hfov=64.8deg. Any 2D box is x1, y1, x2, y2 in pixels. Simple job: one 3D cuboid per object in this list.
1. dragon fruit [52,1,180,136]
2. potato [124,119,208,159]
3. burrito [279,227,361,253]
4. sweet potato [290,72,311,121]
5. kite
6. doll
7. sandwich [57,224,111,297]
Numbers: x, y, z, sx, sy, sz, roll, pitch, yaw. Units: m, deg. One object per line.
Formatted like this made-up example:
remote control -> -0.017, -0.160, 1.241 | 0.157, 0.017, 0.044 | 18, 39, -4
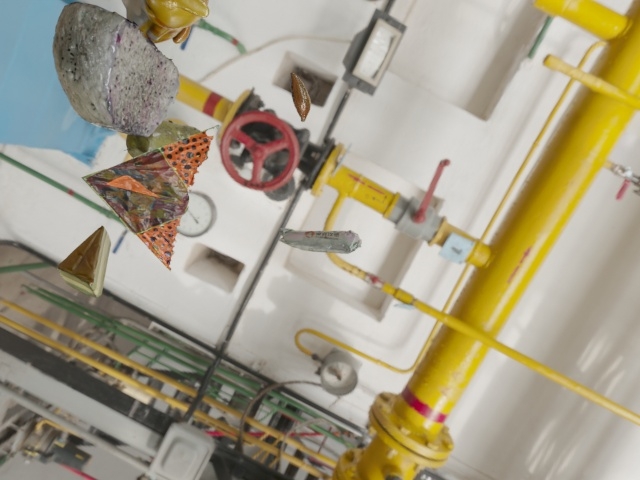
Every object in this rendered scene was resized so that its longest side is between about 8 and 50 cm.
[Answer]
dragon fruit -> -0.470, -0.359, 1.108 | 0.283, 0.203, 0.221 | 19, 86, -78
potato -> -0.407, -0.251, 1.343 | 0.113, 0.150, 0.251 | -31, 171, 41
burrito -> 0.000, 0.000, 1.229 | 0.064, 0.203, 0.064 | 4, 90, -80
sweet potato -> -0.038, -0.274, 0.965 | 0.034, 0.034, 0.095 | -63, 143, -56
kite -> -0.207, -0.054, 0.576 | 0.008, 0.125, 0.222 | -99, -150, -51
doll -> -0.349, -0.540, 1.128 | 0.162, 0.167, 0.269 | -23, -160, -24
sandwich -> -0.564, 0.055, 1.292 | 0.163, 0.113, 0.079 | -55, 161, -35
